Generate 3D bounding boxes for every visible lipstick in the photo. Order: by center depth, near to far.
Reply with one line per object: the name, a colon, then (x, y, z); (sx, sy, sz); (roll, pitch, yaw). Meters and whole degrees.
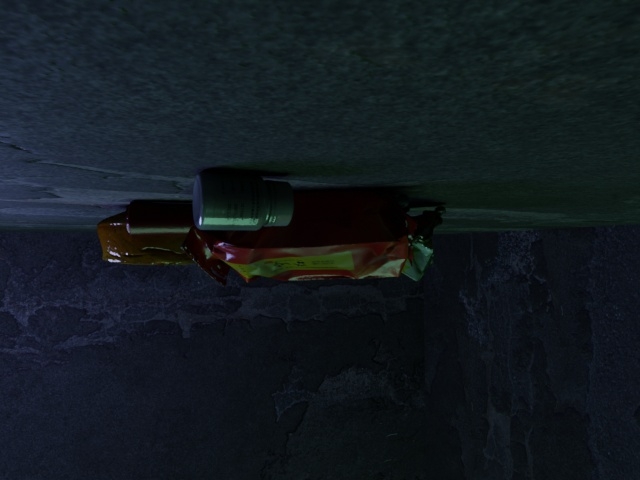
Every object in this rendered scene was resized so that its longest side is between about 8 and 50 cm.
lipstick: (-0.298, -0.046, 1.016); (0.241, 0.080, 0.080); (0, 179, -13)

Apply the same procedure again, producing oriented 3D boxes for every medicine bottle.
medicine bottle: (-0.109, -0.054, 0.646); (0.130, 0.080, 0.080); (-1, 179, -25)

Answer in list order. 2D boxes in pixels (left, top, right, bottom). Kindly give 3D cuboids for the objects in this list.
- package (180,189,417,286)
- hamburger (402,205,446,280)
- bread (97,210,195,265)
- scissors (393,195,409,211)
package: (-0.030, 0.000, 0.887); (0.423, 0.123, 0.196); (-5, 153, 10)
hamburger: (0.184, 0.015, 1.100); (0.276, 0.150, 0.260); (-14, -177, -34)
bread: (-0.406, -0.011, 1.135); (0.269, 0.143, 0.195); (1, -179, 3)
scissors: (0.014, -0.039, 1.040); (0.383, 0.029, 0.256); (-12, 177, 9)
